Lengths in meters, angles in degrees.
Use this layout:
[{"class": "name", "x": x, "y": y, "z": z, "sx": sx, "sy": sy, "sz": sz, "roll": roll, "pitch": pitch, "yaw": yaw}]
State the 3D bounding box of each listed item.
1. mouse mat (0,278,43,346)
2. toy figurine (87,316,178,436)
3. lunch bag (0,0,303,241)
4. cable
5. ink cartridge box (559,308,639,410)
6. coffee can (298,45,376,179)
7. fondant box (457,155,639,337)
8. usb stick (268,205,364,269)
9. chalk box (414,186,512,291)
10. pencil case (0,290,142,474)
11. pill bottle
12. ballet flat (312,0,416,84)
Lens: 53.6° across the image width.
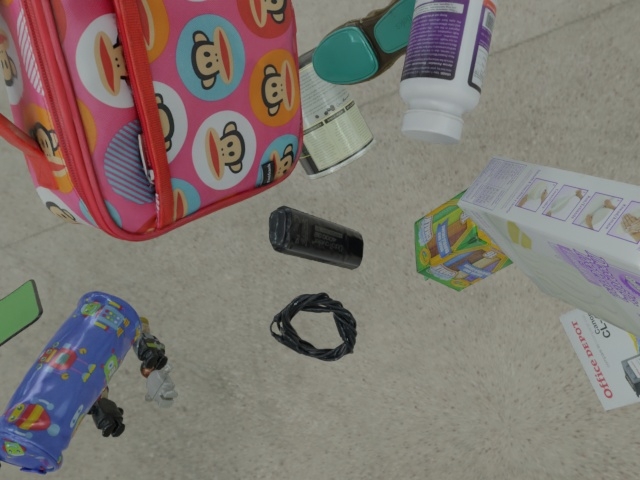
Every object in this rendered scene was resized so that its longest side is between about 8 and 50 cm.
[{"class": "mouse mat", "x": -0.407, "y": 0.121, "z": 0.732, "sx": 0.189, "sy": 0.007, "sz": 0.152, "roll": -39, "pitch": 27, "yaw": -14}, {"class": "toy figurine", "x": -0.434, "y": 0.295, "z": 1.391, "sx": 0.209, "sy": 0.213, "sz": 0.148, "roll": -27, "pitch": 44, "yaw": -22}, {"class": "lunch bag", "x": -0.142, "y": -0.155, "z": 0.482, "sx": 0.120, "sy": 0.258, "sz": 0.293, "roll": 15, "pitch": 121, "yaw": 41}, {"class": "cable", "x": -0.001, "y": 0.178, "z": 1.296, "sx": 0.184, "sy": 0.047, "sz": 0.150, "roll": 33, "pitch": 112, "yaw": -18}, {"class": "ink cartridge box", "x": 0.677, "y": 0.189, "z": 1.273, "sx": 0.306, "sy": 0.131, "sz": 0.226, "roll": -41, "pitch": 63, "yaw": 47}, {"class": "coffee can", "x": -0.010, "y": -0.320, "z": 1.586, "sx": 0.201, "sy": 0.201, "sz": 0.275, "roll": -28, "pitch": 106, "yaw": 7}, {"class": "fondant box", "x": 0.359, "y": 0.020, "z": 0.813, "sx": 0.096, "sy": 0.238, "sz": 0.330, "roll": -51, "pitch": 26, "yaw": -3}, {"class": "usb stick", "x": 0.000, "y": 0.000, "z": 1.086, "sx": 0.045, "sy": 0.278, "sz": 0.077, "roll": 0, "pitch": 82, "yaw": 29}, {"class": "chalk box", "x": 0.282, "y": 0.011, "z": 1.323, "sx": 0.213, "sy": 0.132, "sz": 0.132, "roll": -36, "pitch": 41, "yaw": 41}, {"class": "pencil case", "x": -0.402, "y": 0.227, "z": 1.017, "sx": 0.119, "sy": 0.133, "sz": 0.306, "roll": 9, "pitch": 43, "yaw": 10}, {"class": "pill bottle", "x": 0.164, "y": -0.231, "z": 0.843, "sx": 0.108, "sy": 0.108, "sz": 0.194, "roll": 11, "pitch": 89, "yaw": 19}, {"class": "ballet flat", "x": 0.120, "y": -0.371, "z": 1.136, "sx": 0.124, "sy": 0.342, "sz": 0.116, "roll": -35, "pitch": 101, "yaw": -31}]
